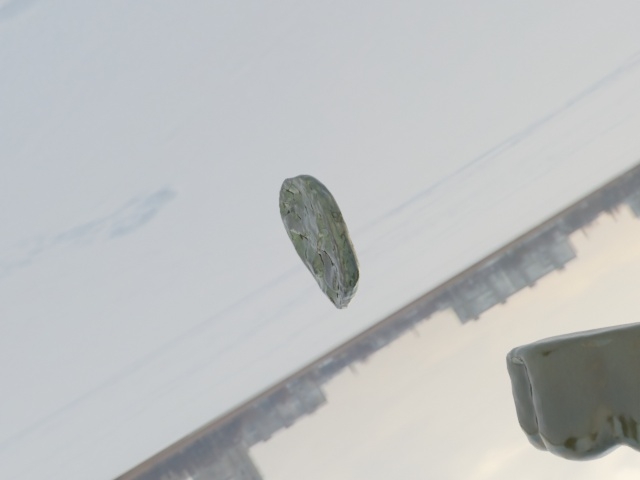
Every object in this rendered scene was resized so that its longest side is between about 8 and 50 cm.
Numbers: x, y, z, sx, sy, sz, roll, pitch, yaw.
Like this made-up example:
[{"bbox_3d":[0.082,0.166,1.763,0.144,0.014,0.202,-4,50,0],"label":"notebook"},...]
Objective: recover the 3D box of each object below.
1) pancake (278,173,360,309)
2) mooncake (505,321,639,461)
[{"bbox_3d":[0.000,0.000,2.021,0.049,0.294,0.294,-21,171,-19],"label":"pancake"},{"bbox_3d":[0.632,0.306,2.118,0.467,0.262,0.467,-9,174,-1],"label":"mooncake"}]
